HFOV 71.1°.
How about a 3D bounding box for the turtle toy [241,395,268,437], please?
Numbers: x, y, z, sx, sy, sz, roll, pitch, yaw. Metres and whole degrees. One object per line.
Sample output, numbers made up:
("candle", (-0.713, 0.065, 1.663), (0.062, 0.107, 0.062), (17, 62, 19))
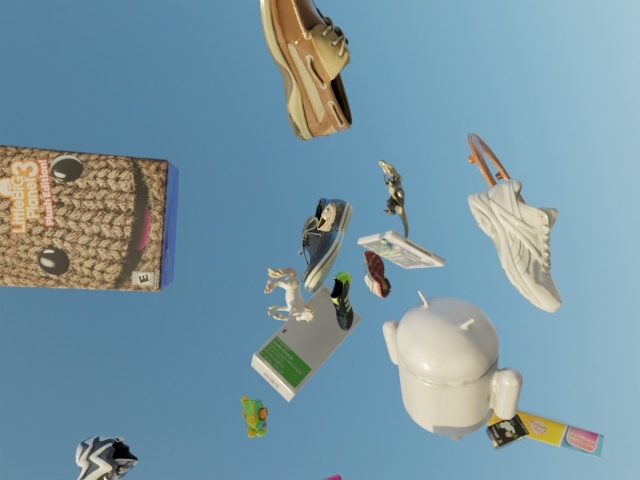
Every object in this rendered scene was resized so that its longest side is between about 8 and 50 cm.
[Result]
("turtle toy", (-0.180, 0.497, 1.252), (0.066, 0.095, 0.130), (-9, -61, -20))

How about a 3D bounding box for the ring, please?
("ring", (0.467, -0.132, 1.156), (0.336, 0.032, 0.336), (35, -143, -32))

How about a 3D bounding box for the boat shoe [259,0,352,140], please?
("boat shoe", (-0.009, -0.309, 0.733), (0.324, 0.120, 0.122), (73, -158, -52))

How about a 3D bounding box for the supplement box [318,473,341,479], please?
("supplement box", (0.004, 0.642, 0.965), (0.114, 0.111, 0.220), (19, -135, -49))

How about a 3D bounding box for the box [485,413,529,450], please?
("box", (0.461, 0.476, 1.109), (0.083, 0.052, 0.062), (-22, -36, -1))

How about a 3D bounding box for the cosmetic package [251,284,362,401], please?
("cosmetic package", (-0.048, 0.357, 1.583), (0.197, 0.155, 0.365), (40, -119, 11))

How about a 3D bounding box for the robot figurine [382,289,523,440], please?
("robot figurine", (0.263, 0.261, 0.936), (0.200, 0.300, 0.353), (-43, -45, -37))

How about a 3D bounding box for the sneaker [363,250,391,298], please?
("sneaker", (0.213, 0.141, 1.846), (0.088, 0.093, 0.225), (-38, -58, -31))

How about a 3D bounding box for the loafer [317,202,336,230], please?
("loafer", (0.019, -0.071, 1.420), (0.039, 0.125, 0.045), (-5, -126, -16))

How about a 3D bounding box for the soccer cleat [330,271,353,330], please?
("soccer cleat", (0.058, 0.179, 1.290), (0.072, 0.060, 0.179), (-16, -73, -52))

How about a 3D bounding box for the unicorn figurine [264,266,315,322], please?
("unicorn figurine", (-0.067, 0.138, 1.022), (0.111, 0.060, 0.162), (-11, -73, -27))

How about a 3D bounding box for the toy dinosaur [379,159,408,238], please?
("toy dinosaur", (0.205, -0.113, 1.227), (0.118, 0.064, 0.268), (23, -123, -68))

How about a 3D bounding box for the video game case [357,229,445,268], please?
("video game case", (0.213, 0.029, 1.209), (0.173, 0.190, 0.022), (28, -104, -16))

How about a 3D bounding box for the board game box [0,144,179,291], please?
("board game box", (-0.417, -0.036, 0.803), (0.291, 0.141, 0.232), (3, -89, -10))

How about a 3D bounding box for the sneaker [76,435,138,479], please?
("sneaker", (-0.553, 0.632, 1.178), (0.094, 0.153, 0.235), (48, -153, -60))

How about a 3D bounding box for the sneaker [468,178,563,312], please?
("sneaker", (0.338, 0.000, 0.722), (0.090, 0.115, 0.232), (-1, -118, -63))

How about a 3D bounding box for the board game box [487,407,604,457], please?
("board game box", (0.625, 0.550, 1.356), (0.316, 0.242, 0.064), (16, -101, 0))

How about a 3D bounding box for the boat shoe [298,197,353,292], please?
("boat shoe", (0.000, 0.000, 1.650), (0.156, 0.187, 0.500), (23, -140, -2))
